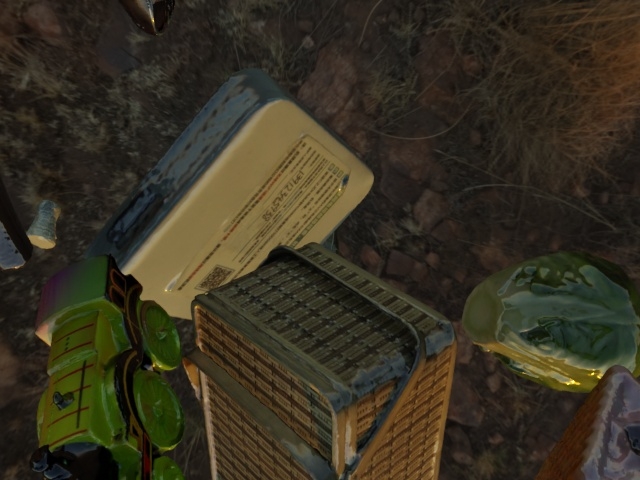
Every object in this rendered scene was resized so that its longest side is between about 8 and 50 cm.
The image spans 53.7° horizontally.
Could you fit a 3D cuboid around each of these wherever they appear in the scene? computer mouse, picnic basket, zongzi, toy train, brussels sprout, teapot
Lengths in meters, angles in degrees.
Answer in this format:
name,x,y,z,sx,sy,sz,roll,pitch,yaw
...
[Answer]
name,x,y,z,sx,sy,sz,roll,pitch,yaw
computer mouse,-0.383,-0.561,1.381,0.096,0.233,0.137,6,63,26
picnic basket,-0.009,0.186,0.665,0.175,0.228,0.313,-25,128,-36
zongzi,0.000,0.000,1.738,0.113,0.052,0.104,13,57,-37
toy train,-0.203,0.155,0.605,0.100,0.296,0.161,-27,132,8
brussels sprout,0.366,0.122,0.987,0.271,0.210,0.220,8,63,-11
teapot,-0.524,-0.031,1.202,0.057,0.067,0.083,17,66,-23

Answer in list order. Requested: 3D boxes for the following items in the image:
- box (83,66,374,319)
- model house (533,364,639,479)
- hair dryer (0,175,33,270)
name,x,y,z,sx,sy,sz,roll,pitch,yaw
box,-0.123,-0.039,1.028,0.396,0.396,0.111,-47,61,8
model house,0.288,0.244,0.504,0.236,0.237,0.202,4,130,2
hair dryer,-0.568,-0.034,0.783,0.359,0.120,0.304,-30,131,-24
